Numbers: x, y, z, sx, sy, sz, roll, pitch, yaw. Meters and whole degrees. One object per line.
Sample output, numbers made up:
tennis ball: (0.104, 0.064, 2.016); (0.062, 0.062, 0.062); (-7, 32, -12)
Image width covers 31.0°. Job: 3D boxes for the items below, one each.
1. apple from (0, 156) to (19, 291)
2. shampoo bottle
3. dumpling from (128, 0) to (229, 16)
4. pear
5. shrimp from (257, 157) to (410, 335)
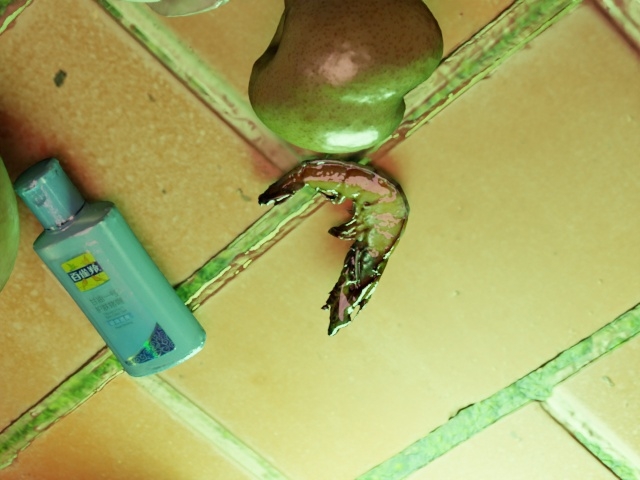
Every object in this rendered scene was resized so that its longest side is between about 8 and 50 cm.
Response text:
apple: (-0.432, -0.038, 1.093); (0.306, 0.235, 0.305); (3, 121, 6)
shampoo bottle: (-0.227, 0.028, 1.207); (0.104, 0.061, 0.258); (-22, 117, 21)
dumpling: (-0.152, -0.252, 0.982); (0.199, 0.118, 0.136); (26, 144, 25)
pear: (0.020, -0.154, 0.985); (0.137, 0.167, 0.167); (19, 125, -18)
shrimp: (0.000, 0.002, 1.165); (0.148, 0.035, 0.195); (19, 118, -6)
